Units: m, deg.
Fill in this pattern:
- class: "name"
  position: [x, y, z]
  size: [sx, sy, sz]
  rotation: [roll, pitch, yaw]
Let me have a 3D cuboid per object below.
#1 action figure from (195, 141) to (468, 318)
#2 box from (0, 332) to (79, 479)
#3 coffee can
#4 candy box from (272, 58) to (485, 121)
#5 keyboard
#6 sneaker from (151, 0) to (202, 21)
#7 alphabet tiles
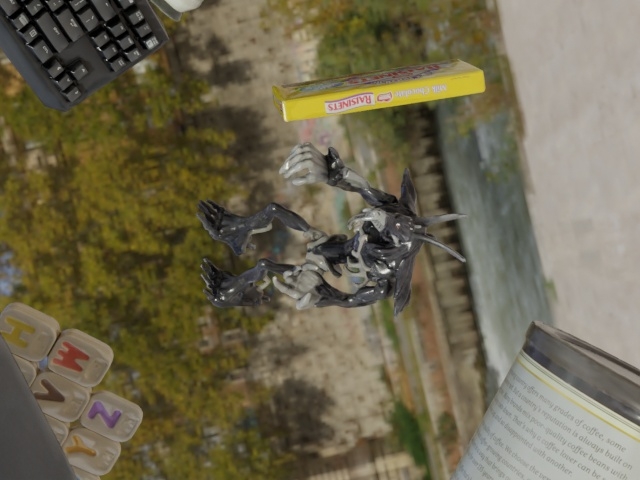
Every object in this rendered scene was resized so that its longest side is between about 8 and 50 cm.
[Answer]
- class: "action figure"
  position: [0.000, 0.000, 1.072]
  size: [0.141, 0.275, 0.164]
  rotation: [31, -124, -54]
- class: "box"
  position: [-0.500, 0.306, 1.003]
  size: [0.480, 0.471, 0.297]
  rotation: [64, -166, -5]
- class: "coffee can"
  position: [0.176, 0.224, 0.767]
  size: [0.275, 0.201, 0.201]
  rotation: [-62, 2, 5]
- class: "candy box"
  position: [0.057, -0.157, 1.110]
  size: [0.105, 0.205, 0.027]
  rotation: [-115, 17, -69]
- class: "keyboard"
  position: [-0.125, -0.148, 0.505]
  size: [0.023, 0.108, 0.180]
  rotation: [42, 168, 37]
- class: "sneaker"
  position: [-0.095, -0.440, 1.261]
  size: [0.158, 0.182, 0.411]
  rotation: [51, -141, -53]
- class: "alphabet tiles"
  position: [-0.372, 0.214, 1.295]
  size: [0.284, 0.278, 0.021]
  rotation: [-56, 14, 18]
